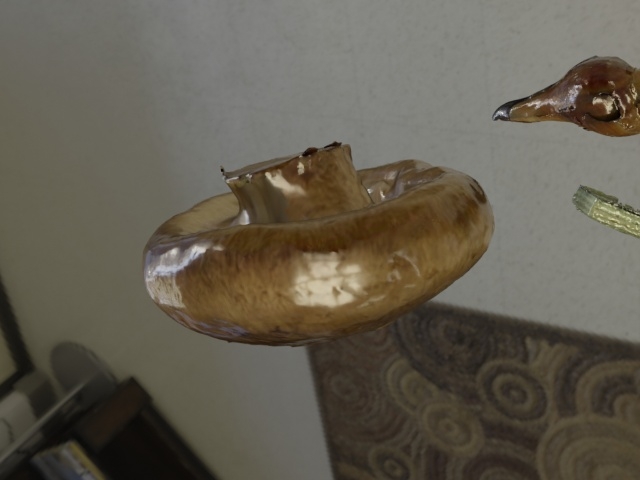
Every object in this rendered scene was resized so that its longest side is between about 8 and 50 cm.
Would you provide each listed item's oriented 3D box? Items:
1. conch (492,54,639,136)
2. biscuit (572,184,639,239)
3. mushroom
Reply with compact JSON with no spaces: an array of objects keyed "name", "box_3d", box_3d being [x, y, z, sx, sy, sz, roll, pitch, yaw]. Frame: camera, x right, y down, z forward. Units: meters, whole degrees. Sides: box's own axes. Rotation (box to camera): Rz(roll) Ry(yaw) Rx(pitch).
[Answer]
[{"name":"conch","box_3d":[0.284,-0.156,1.064,0.233,0.086,0.080,25,128,55]},{"name":"biscuit","box_3d":[0.568,-0.022,1.744,0.252,0.150,0.052,21,102,-4]},{"name":"mushroom","box_3d":[0.000,0.000,0.766,0.278,0.278,0.146,-6,102,39]}]
